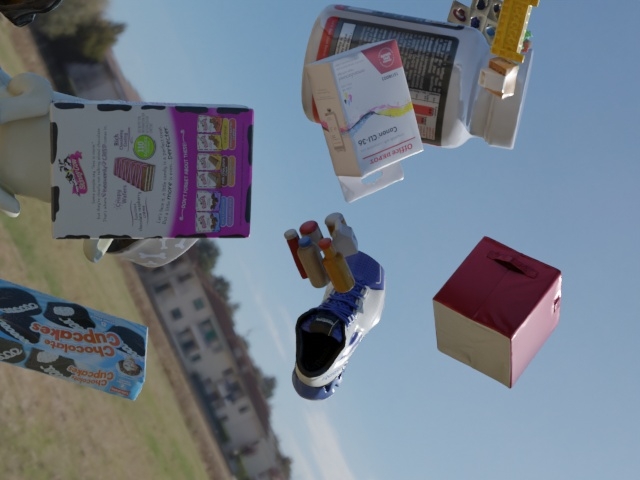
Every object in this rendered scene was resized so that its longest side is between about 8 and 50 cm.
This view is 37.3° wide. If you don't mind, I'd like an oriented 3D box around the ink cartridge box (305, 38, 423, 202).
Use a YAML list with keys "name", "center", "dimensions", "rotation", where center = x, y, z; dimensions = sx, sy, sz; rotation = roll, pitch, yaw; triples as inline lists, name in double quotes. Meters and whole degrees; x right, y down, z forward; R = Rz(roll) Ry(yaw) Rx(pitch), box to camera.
- name: "ink cartridge box"
  center: [0.066, -0.159, 1.283]
  dimensions: [0.067, 0.115, 0.198]
  rotation: [8, -61, 57]

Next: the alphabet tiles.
- name: "alphabet tiles"
  center: [0.417, -0.463, 2.473]
  dimensions: [0.011, 0.285, 0.343]
  rotation: [18, -89, 59]

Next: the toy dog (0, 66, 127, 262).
- name: "toy dog"
  center: [-0.531, -0.205, 1.755]
  dimensions: [0.395, 0.407, 0.285]
  rotation: [-76, -173, -61]

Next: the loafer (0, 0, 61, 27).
- name: "loafer"
  center: [-0.489, -0.420, 1.613]
  dimensions: [0.061, 0.170, 0.062]
  rotation: [27, 49, -46]

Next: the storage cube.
- name: "storage cube"
  center: [0.357, 0.146, 1.913]
  dimensions: [0.183, 0.193, 0.215]
  rotation: [27, -31, 29]

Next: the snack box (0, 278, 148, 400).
- name: "snack box"
  center: [-0.503, 0.194, 1.870]
  dimensions: [0.060, 0.322, 0.187]
  rotation: [-60, -159, 24]

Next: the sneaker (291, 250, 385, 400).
- name: "sneaker"
  center: [0.038, 0.157, 1.874]
  dimensions: [0.127, 0.316, 0.182]
  rotation: [22, -19, 11]

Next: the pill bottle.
- name: "pill bottle"
  center: [0.165, -0.272, 1.616]
  dimensions: [0.210, 0.362, 0.210]
  rotation: [13, 90, -79]

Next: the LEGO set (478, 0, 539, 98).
- name: "LEGO set"
  center: [0.244, -0.343, 1.269]
  dimensions: [0.132, 0.107, 0.287]
  rotation: [-11, -64, 37]

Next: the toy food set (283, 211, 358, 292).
- name: "toy food set"
  center: [0.000, 0.000, 1.750]
  dimensions: [0.232, 0.111, 0.104]
  rotation: [-86, 156, -58]

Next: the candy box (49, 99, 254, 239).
- name: "candy box"
  center: [-0.201, -0.085, 1.129]
  dimensions: [0.071, 0.233, 0.159]
  rotation: [-143, -125, -71]

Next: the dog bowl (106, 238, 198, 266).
- name: "dog bowl"
  center: [-0.313, -0.098, 1.951]
  dimensions: [0.102, 0.349, 0.349]
  rotation: [38, 6, -31]
